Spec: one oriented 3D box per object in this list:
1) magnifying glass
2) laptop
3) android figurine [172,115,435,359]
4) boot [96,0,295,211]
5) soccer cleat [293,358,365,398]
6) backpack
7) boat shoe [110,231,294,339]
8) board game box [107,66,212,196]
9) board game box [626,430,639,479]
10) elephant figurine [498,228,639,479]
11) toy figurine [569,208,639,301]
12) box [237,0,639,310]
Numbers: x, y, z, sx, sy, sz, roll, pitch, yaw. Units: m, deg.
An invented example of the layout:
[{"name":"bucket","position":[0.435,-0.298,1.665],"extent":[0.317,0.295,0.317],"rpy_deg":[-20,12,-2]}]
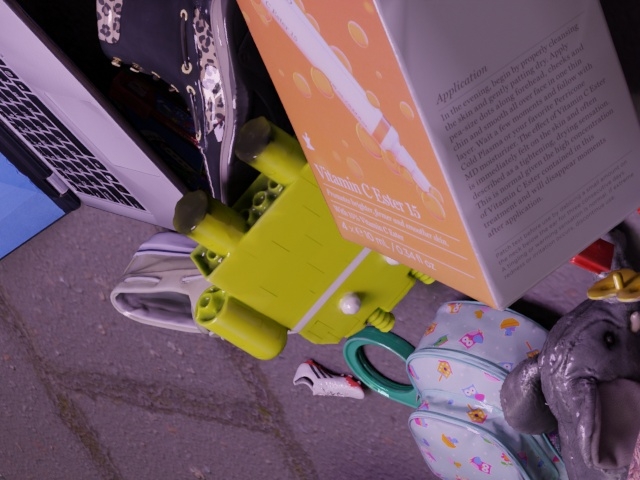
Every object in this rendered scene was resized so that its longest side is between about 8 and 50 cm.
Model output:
[{"name":"magnifying glass","position":[0.124,0.168,1.760],"extent":[0.231,0.026,0.092],"rpy_deg":[33,147,5]},{"name":"laptop","position":[-0.372,-0.059,1.661],"extent":[0.408,0.236,0.382],"rpy_deg":[16,156,44]},{"name":"android figurine","position":[0.000,0.000,1.502],"extent":[0.273,0.248,0.056],"rpy_deg":[36,-169,-41]},{"name":"boot","position":[-0.114,-0.138,1.507],"extent":[0.178,0.085,0.236],"rpy_deg":[21,125,38]},{"name":"soccer cleat","position":[0.009,0.160,1.843],"extent":[0.083,0.036,0.029],"rpy_deg":[24,144,19]},{"name":"backpack","position":[0.165,0.153,1.598],"extent":[0.166,0.144,0.188],"rpy_deg":[12,137,41]},{"name":"boat shoe","position":[-0.090,0.061,1.709],"extent":[0.302,0.094,0.109],"rpy_deg":[5,138,44]},{"name":"board game box","position":[-0.106,-0.050,1.702],"extent":[0.281,0.027,0.145],"rpy_deg":[36,148,2]},{"name":"board game box","position":[0.418,0.186,1.312],"extent":[0.232,0.141,0.291],"rpy_deg":[4,158,39]},{"name":"elephant figurine","position":[0.243,0.133,1.465],"extent":[0.169,0.186,0.239],"rpy_deg":[-27,123,36]},{"name":"toy figurine","position":[0.386,-0.028,1.225],"extent":[0.217,0.191,0.362],"rpy_deg":[23,158,-35]},{"name":"box","position":[0.072,-0.155,1.200],"extent":[0.215,0.168,0.345],"rpy_deg":[26,145,55]}]
